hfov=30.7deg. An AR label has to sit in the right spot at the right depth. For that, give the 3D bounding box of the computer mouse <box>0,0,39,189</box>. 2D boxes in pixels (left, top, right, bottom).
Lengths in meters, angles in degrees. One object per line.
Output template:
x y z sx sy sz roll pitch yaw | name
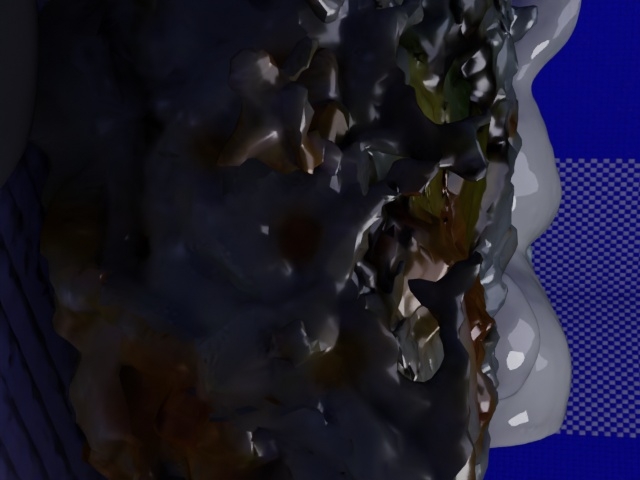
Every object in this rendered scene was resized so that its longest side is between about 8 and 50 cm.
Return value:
-0.110 -0.050 0.258 0.232 0.057 0.120 -64 153 -65 | computer mouse

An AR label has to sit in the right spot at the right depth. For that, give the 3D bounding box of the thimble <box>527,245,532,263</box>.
0.128 0.026 1.202 0.250 0.172 0.205 -63 156 -60 | thimble

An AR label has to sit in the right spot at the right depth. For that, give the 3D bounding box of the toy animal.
0.093 -0.036 0.843 0.241 0.196 0.367 128 -37 -78 | toy animal

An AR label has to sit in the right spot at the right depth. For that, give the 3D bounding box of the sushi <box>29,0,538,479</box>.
0.000 -0.004 0.530 0.417 0.176 0.417 3 90 -78 | sushi
